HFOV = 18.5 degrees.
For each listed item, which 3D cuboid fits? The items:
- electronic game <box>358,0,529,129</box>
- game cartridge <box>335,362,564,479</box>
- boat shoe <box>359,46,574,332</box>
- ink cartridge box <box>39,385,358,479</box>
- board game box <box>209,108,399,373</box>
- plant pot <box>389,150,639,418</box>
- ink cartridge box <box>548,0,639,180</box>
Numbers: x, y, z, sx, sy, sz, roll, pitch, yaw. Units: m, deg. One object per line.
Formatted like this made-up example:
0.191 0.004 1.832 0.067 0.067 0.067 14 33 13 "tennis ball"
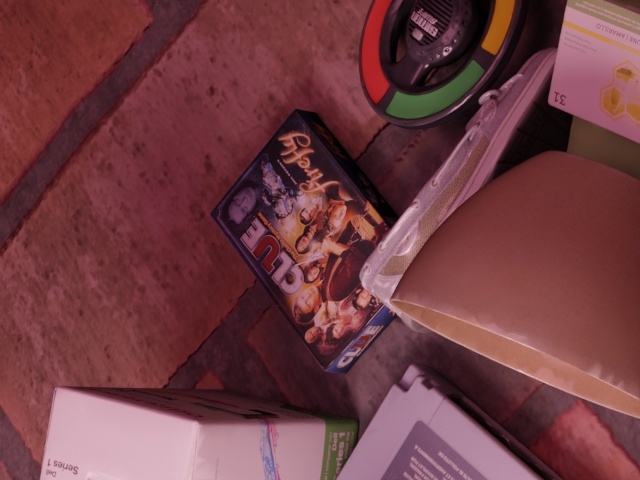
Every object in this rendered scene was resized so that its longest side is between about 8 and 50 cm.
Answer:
0.124 -0.223 2.018 0.229 0.048 0.229 -23 56 40 "electronic game"
0.149 0.287 1.982 0.297 0.062 0.198 41 113 32 "game cartridge"
0.154 -0.062 1.962 0.103 0.118 0.320 38 103 34 "boat shoe"
-0.124 0.224 2.046 0.201 0.278 0.117 9 92 36 "ink cartridge box"
0.000 0.000 2.123 0.165 0.042 0.243 -50 60 22 "board game box"
0.231 0.029 1.828 0.284 0.284 0.191 20 82 36 "plant pot"
0.296 -0.108 1.861 0.171 0.056 0.235 28 122 35 "ink cartridge box"
